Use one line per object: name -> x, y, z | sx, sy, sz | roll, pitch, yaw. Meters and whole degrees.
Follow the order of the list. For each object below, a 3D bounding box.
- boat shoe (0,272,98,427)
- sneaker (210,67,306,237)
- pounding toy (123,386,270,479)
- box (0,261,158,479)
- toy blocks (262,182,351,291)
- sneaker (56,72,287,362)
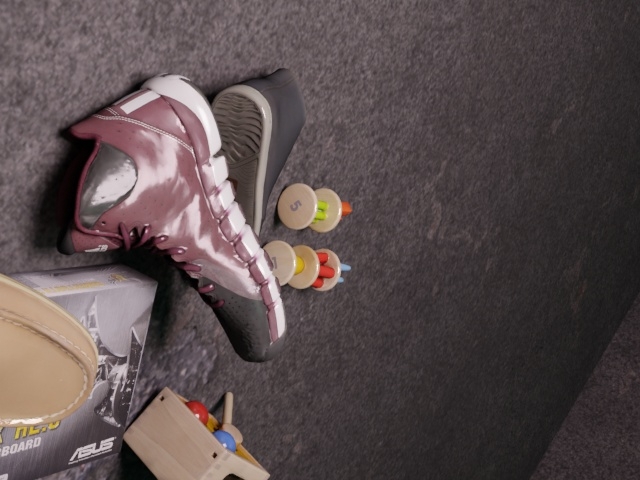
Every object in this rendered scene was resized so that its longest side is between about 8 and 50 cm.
boat shoe -> -0.284, 0.074, 0.631 | 0.341, 0.110, 0.121 | 23, 96, -43
sneaker -> -0.068, -0.060, 0.967 | 0.118, 0.083, 0.222 | -42, 154, -58
pounding toy -> -0.123, 0.221, 1.047 | 0.100, 0.130, 0.141 | -48, 146, -5
box -> -0.256, 0.119, 0.831 | 0.231, 0.056, 0.183 | -5, 115, -55
toy blocks -> 0.000, 0.000, 1.134 | 0.148, 0.054, 0.123 | 10, 103, -58
sneaker -> -0.145, 0.008, 0.850 | 0.162, 0.106, 0.281 | -29, 106, -30
